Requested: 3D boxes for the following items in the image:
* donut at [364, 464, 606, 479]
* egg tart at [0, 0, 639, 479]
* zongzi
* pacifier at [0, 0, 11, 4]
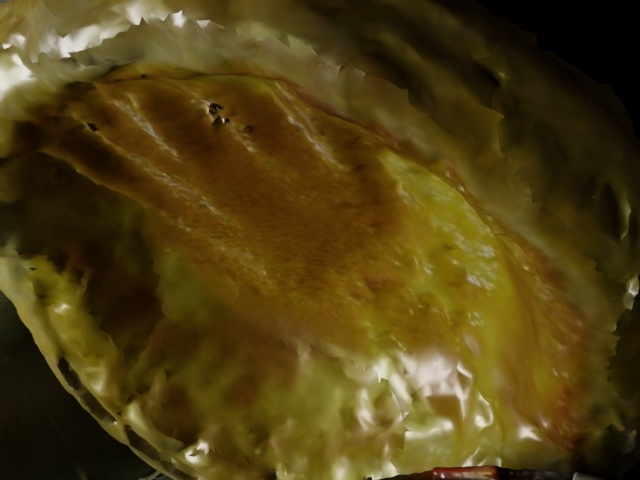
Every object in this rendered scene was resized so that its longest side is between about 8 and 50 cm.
[{"bbox_3d":[0.111,0.197,0.537,0.270,0.103,0.269,12,150,7],"label":"donut"},{"bbox_3d":[0.000,0.000,0.566,0.388,0.169,0.388,14,139,12],"label":"egg tart"},{"bbox_3d":[-0.208,0.007,0.849,0.447,0.418,0.181,49,123,34],"label":"zongzi"},{"bbox_3d":[-0.255,-0.172,0.862,0.273,0.332,0.220,44,-166,-1],"label":"pacifier"}]
